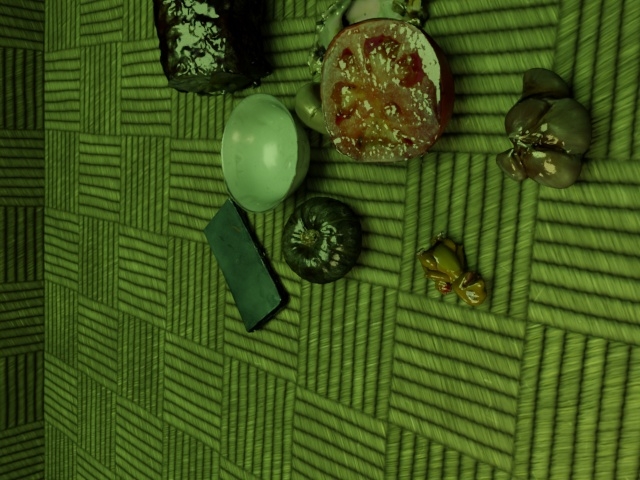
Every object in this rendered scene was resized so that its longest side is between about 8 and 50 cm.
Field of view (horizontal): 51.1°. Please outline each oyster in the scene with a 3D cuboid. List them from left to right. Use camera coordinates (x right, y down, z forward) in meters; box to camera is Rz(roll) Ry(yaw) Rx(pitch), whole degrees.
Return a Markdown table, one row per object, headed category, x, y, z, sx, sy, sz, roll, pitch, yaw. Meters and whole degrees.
| category | x | y | z | sx | sy | sz | roll | pitch | yaw |
| --- | --- | --- | --- | --- | --- | --- | --- | --- | --- |
| oyster | 0.105 | -0.497 | 1.575 | 0.354 | 0.107 | 0.201 | -14 | 108 | 34 |

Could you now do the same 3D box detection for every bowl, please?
| category | x | y | z | sx | sy | sz | roll | pitch | yaw |
| --- | --- | --- | --- | --- | --- | --- | --- | --- | --- |
| bowl | -0.117 | -0.225 | 1.772 | 0.313 | 0.146 | 0.314 | 2 | 93 | 44 |

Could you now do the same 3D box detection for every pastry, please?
| category | x | y | z | sx | sy | sz | roll | pitch | yaw |
| --- | --- | --- | --- | --- | --- | --- | --- | --- | --- |
| pastry | 0.008 | -0.319 | 1.637 | 0.156 | 0.156 | 0.092 | 47 | 127 | 32 |

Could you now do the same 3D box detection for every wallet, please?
| category | x | y | z | sx | sy | sz | roll | pitch | yaw |
| --- | --- | --- | --- | --- | --- | --- | --- | --- | --- |
| wallet | -0.228 | 0.072 | 1.977 | 0.191 | 0.046 | 0.379 | -45 | 62 | 36 |

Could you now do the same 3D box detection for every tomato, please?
| category | x | y | z | sx | sy | sz | roll | pitch | yaw |
| --- | --- | --- | --- | --- | --- | --- | --- | --- | --- |
| tomato | 0.161 | -0.333 | 1.479 | 0.338 | 0.143 | 0.339 | 15 | 115 | 34 |

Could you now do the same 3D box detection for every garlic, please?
| category | x | y | z | sx | sy | sz | roll | pitch | yaw |
| --- | --- | --- | --- | --- | --- | --- | --- | --- | --- |
| garlic | 0.423 | -0.203 | 1.239 | 0.160 | 0.191 | 0.214 | 22 | 98 | 16 |

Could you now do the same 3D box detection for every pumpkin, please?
| category | x | y | z | sx | sy | sz | roll | pitch | yaw |
| --- | --- | --- | --- | --- | --- | --- | --- | --- | --- |
| pumpkin | 0.000 | 0.000 | 1.667 | 0.223 | 0.157 | 0.224 | -5 | 82 | 37 |

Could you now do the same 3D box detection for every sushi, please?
| category | x | y | z | sx | sy | sz | roll | pitch | yaw |
| --- | --- | --- | --- | --- | --- | --- | --- | --- | --- |
| sushi | -0.302 | -0.559 | 1.836 | 0.299 | 0.281 | 0.294 | -7 | 94 | 38 |

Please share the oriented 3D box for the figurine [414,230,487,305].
| category | x | y | z | sx | sy | sz | roll | pitch | yaw |
| --- | --- | --- | --- | --- | --- | --- | --- | --- | --- |
| figurine | 0.283 | 0.080 | 1.452 | 0.176 | 0.121 | 0.122 | 44 | 151 | 22 |
